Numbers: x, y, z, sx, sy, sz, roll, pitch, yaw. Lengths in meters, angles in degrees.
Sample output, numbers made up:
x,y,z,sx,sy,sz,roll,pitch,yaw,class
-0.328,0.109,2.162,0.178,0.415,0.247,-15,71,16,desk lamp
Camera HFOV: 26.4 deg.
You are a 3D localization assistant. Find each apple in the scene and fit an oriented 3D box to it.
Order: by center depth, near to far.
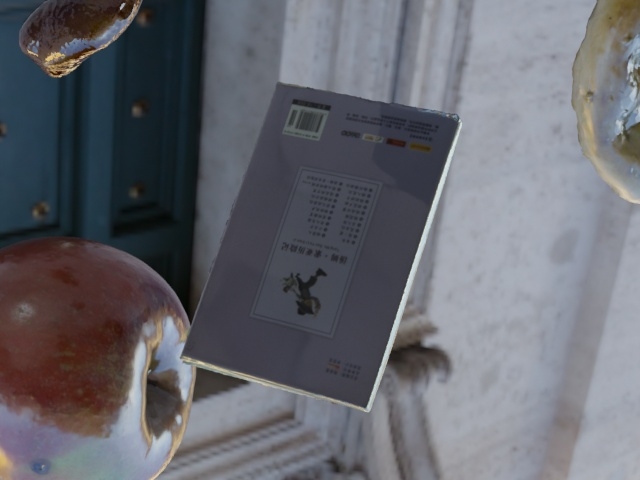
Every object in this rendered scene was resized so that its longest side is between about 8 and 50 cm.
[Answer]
x,y,z,sx,sy,sz,roll,pitch,yaw,class
-0.320,0.161,1.707,0.277,0.348,0.348,2,-154,17,apple

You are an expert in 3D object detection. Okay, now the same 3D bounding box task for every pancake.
x,y,z,sx,sy,sz,roll,pitch,yaw,class
0.415,-0.194,1.389,0.387,0.387,0.082,-10,-145,-28,pancake

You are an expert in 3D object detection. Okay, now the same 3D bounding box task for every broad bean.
x,y,z,sx,sy,sz,roll,pitch,yaw,class
-0.277,-0.261,1.604,0.165,0.084,0.114,-23,-126,27,broad bean

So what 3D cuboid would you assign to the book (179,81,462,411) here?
x,y,z,sx,sy,sz,roll,pitch,yaw,class
0.000,0.000,0.794,0.127,0.182,0.014,13,168,26,book
